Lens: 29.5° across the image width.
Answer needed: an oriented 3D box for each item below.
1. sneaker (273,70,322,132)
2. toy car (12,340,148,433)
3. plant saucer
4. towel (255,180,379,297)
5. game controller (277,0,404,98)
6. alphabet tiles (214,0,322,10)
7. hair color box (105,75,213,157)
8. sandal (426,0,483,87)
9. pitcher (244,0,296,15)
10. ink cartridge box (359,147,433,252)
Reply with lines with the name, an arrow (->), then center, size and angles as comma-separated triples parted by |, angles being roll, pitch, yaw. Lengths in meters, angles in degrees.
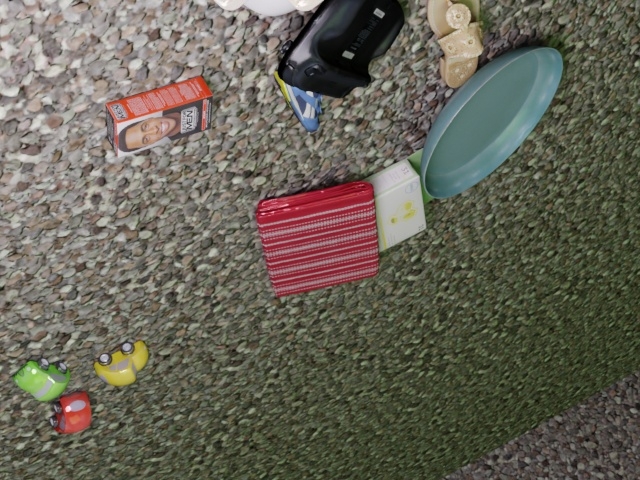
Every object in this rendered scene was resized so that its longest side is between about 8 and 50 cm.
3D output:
sneaker -> -0.019, -0.209, 1.783 | 0.059, 0.053, 0.144 | -34, 151, -3
toy car -> -0.420, 0.249, 2.049 | 0.239, 0.053, 0.225 | -44, 148, 16
plant saucer -> 0.277, -0.203, 2.031 | 0.318, 0.044, 0.317 | -35, 154, -20
towel -> 0.000, 0.000, 2.067 | 0.199, 0.031, 0.275 | -12, 147, -2
game controller -> 0.034, -0.270, 1.636 | 0.166, 0.067, 0.319 | -61, 169, 10
alphabet tiles -> -0.063, -0.389, 1.360 | 0.278, 0.021, 0.284 | -34, 120, 25
hair color box -> -0.219, -0.169, 1.660 | 0.141, 0.043, 0.072 | -20, 148, -21
sandal -> 0.223, -0.301, 1.854 | 0.088, 0.079, 0.240 | -29, 149, -8
pitcher -> -0.006, -0.365, 1.473 | 0.178, 0.125, 0.207 | 19, 133, -24
ink cartridge box -> 0.166, -0.083, 2.135 | 0.235, 0.056, 0.171 | -27, 148, -8
